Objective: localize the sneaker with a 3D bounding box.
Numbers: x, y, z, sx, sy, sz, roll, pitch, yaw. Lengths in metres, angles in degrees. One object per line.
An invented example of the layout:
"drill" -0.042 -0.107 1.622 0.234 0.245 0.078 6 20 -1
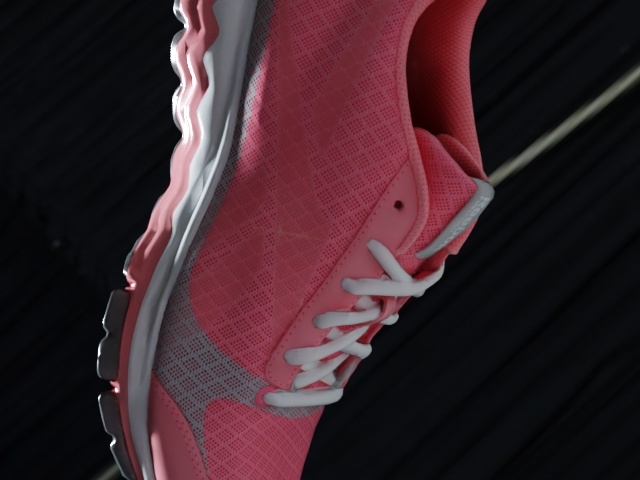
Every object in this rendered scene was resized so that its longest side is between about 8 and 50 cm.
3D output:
"sneaker" 0.000 0.000 0.640 0.136 0.314 0.116 11 -174 27
